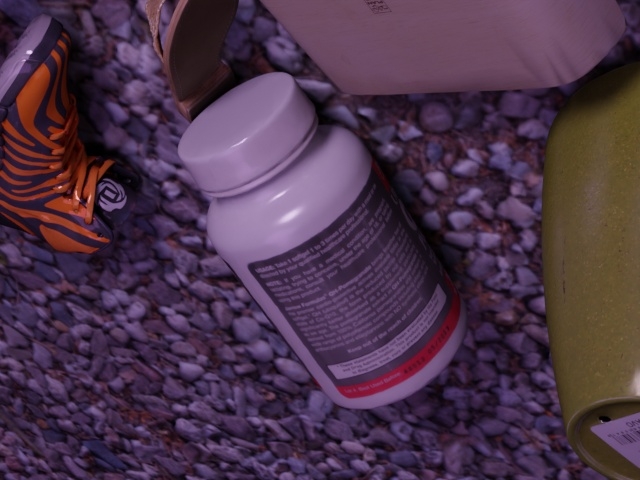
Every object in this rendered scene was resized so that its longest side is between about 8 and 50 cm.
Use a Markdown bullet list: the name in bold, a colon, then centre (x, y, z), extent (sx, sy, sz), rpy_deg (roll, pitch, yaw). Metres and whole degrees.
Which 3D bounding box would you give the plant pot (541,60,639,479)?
- **plant pot**: centre (0.293, 0.048, 1.042), extent (0.274, 0.293, 0.275), rpy_deg (14, 144, 11)

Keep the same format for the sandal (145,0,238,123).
- **sandal**: centre (-0.130, -0.190, 1.165), extent (0.079, 0.088, 0.240), rpy_deg (42, 161, 15)

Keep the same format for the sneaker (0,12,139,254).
- **sneaker**: centre (-0.263, -0.099, 1.321), extent (0.180, 0.125, 0.321), rpy_deg (27, 147, -8)

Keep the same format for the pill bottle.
- **pill bottle**: centre (0.000, 0.000, 1.238), extent (0.176, 0.176, 0.318), rpy_deg (-14, 124, 34)

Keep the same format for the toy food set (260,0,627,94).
- **toy food set**: centre (0.064, -0.222, 1.018), extent (0.306, 0.092, 0.220), rpy_deg (4, 149, 44)
